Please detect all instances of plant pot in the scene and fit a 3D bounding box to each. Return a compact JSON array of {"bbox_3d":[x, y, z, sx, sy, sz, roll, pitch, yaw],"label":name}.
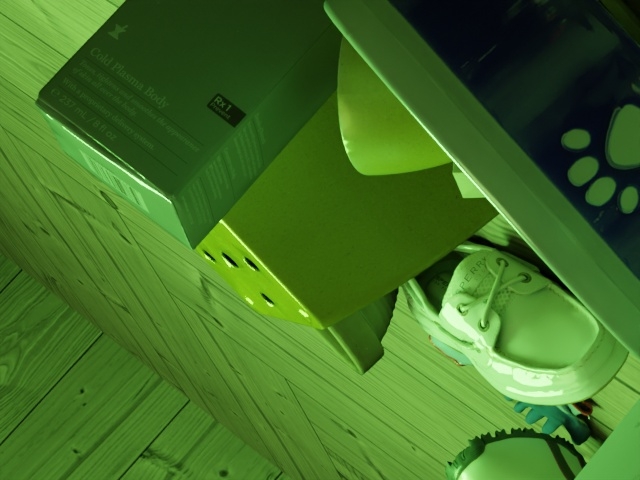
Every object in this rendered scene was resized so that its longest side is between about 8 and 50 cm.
[{"bbox_3d":[-0.011,-0.051,1.417,0.212,0.187,0.212,47,166,-20],"label":"plant pot"},{"bbox_3d":[0.000,0.000,1.662,0.237,0.109,0.237,50,174,7],"label":"plant pot"},{"bbox_3d":[0.079,-0.105,1.178,0.095,0.134,0.134,5,151,22],"label":"plant pot"}]

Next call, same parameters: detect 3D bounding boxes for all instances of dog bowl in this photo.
[{"bbox_3d":[0.126,-0.066,0.998,0.265,0.104,0.265,47,-173,-7],"label":"dog bowl"}]

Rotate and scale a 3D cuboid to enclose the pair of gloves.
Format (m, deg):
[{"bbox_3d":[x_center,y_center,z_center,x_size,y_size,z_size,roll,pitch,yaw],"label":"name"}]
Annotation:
[{"bbox_3d":[0.187,0.129,1.762,0.198,0.023,0.159,38,165,-1],"label":"pair of gloves"}]

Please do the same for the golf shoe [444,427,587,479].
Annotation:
[{"bbox_3d":[0.244,0.273,1.764,0.273,0.105,0.120,29,-158,-23],"label":"golf shoe"}]

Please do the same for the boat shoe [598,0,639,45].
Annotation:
[{"bbox_3d":[0.190,-0.118,0.928,0.207,0.073,0.073,43,-161,-21],"label":"boat shoe"}]

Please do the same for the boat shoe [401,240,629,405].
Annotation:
[{"bbox_3d":[0.140,0.055,1.512,0.096,0.098,0.277,50,165,-31],"label":"boat shoe"}]

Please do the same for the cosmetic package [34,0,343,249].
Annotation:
[{"bbox_3d":[-0.061,-0.127,1.229,0.127,0.238,0.107,35,167,16],"label":"cosmetic package"}]

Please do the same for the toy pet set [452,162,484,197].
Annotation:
[{"bbox_3d":[0.150,-0.063,1.262,0.114,0.065,0.122,-1,153,16],"label":"toy pet set"}]

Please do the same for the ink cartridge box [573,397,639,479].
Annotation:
[{"bbox_3d":[0.287,0.114,0.935,0.198,0.270,0.197,43,166,-3],"label":"ink cartridge box"}]
